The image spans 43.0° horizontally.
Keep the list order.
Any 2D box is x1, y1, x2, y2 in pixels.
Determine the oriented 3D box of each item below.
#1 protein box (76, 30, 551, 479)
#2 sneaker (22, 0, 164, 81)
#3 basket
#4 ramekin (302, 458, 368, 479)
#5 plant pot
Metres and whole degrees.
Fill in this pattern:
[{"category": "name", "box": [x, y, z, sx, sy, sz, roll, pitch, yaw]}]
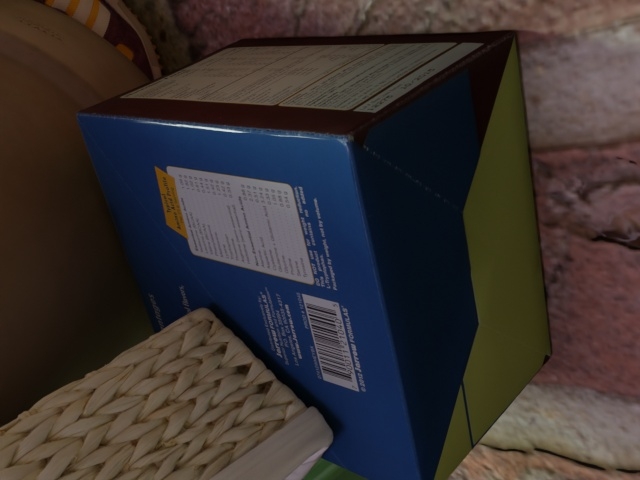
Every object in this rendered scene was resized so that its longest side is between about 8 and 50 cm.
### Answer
[{"category": "protein box", "box": [0.000, 0.000, 0.461, 0.201, 0.136, 0.200, 12, 126, 42]}, {"category": "sneaker", "box": [-0.183, -0.159, 0.581, 0.069, 0.084, 0.186, -10, 109, 50]}, {"category": "basket", "box": [-0.095, 0.125, 0.412, 0.103, 0.167, 0.113, 47, 143, 15]}, {"category": "ramekin", "box": [0.003, 0.297, 0.663, 0.303, 0.148, 0.304, 29, 136, 33]}, {"category": "plant pot", "box": [-0.257, 0.036, 0.498, 0.323, 0.280, 0.323, 5, 119, 9]}]
